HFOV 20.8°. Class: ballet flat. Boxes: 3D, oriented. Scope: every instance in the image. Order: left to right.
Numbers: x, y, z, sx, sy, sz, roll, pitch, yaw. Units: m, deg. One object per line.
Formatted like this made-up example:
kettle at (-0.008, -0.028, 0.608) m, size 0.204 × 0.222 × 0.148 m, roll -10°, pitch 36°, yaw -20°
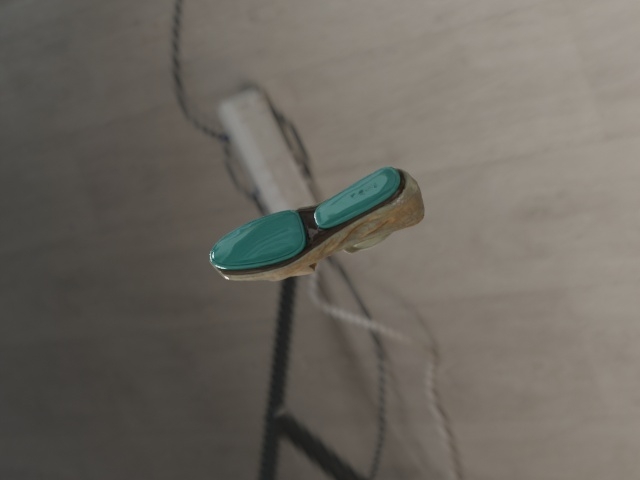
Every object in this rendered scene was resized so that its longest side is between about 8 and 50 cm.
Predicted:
ballet flat at (0.000, 0.000, 1.295) m, size 0.168 × 0.057 × 0.052 m, roll -22°, pitch 134°, yaw 14°
